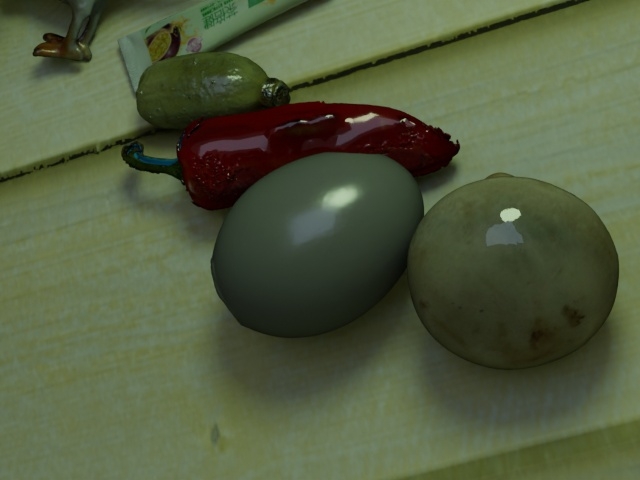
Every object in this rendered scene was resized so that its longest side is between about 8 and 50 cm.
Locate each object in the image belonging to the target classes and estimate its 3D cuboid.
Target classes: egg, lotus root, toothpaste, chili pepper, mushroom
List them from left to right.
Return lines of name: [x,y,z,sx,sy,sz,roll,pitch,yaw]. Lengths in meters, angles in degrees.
lotus root: [-0.126,-0.173,1.522,0.183,0.077,0.090,1,72,19]
toothpaste: [-0.094,-0.274,1.569,0.314,0.056,0.058,-25,25,11]
chili pepper: [-0.040,-0.095,1.460,0.388,0.110,0.110,-6,69,11]
egg: [0.000,0.000,1.364,0.232,0.176,0.176,-36,64,18]
mushroom: [0.189,0.014,1.319,0.207,0.207,0.215,-12,33,12]

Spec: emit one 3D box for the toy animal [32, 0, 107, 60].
toy animal: [-0.236,-0.341,1.598,0.284,0.225,0.302,28,102,21]
